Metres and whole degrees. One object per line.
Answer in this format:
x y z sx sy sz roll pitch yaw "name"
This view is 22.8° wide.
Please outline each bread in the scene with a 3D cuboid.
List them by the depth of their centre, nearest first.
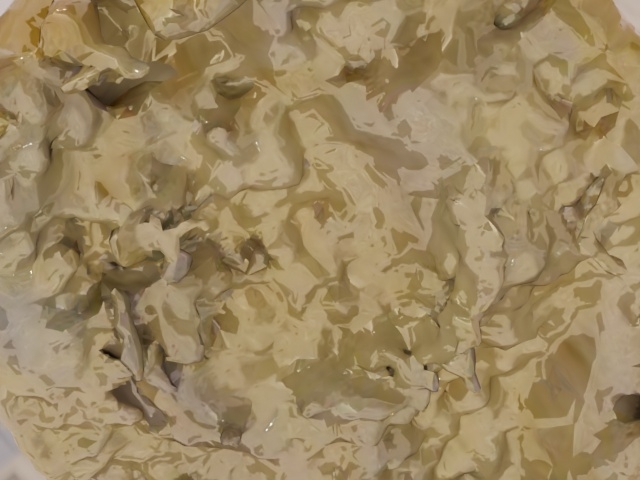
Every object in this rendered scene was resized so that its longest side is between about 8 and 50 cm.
0.000 0.000 0.532 0.149 0.274 0.274 -90 161 -54 "bread"
